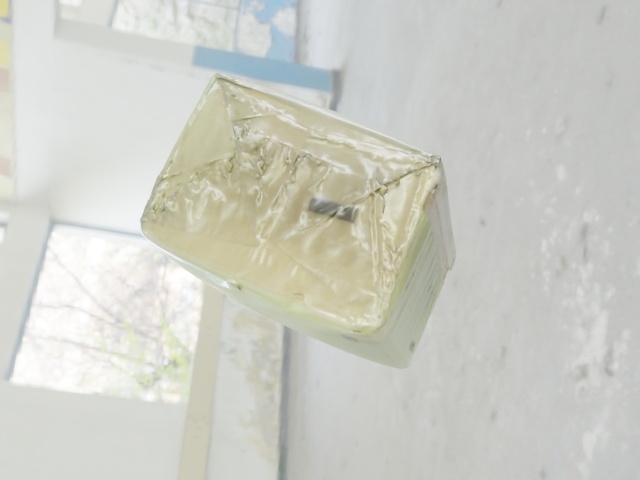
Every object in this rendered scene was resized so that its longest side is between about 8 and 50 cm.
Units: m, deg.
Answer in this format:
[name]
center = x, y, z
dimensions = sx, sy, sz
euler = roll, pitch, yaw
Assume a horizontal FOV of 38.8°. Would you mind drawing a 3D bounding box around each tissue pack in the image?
[tissue pack]
center = 0.000, 0.000, 0.620
dimensions = 0.234, 0.159, 0.125
euler = 55, -122, -74
